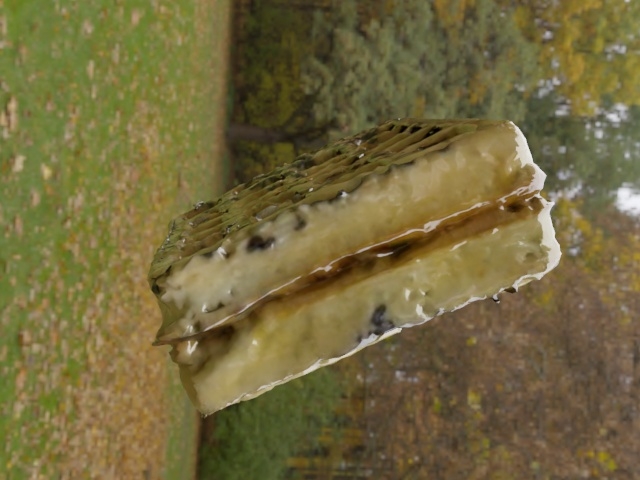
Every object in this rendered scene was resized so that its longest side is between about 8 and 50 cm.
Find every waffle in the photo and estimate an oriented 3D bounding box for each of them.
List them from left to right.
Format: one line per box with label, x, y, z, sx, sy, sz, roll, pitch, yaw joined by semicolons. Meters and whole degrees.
waffle;0.000;0.001;0.747;0.376;0.261;0.114;-137;-158;-80
